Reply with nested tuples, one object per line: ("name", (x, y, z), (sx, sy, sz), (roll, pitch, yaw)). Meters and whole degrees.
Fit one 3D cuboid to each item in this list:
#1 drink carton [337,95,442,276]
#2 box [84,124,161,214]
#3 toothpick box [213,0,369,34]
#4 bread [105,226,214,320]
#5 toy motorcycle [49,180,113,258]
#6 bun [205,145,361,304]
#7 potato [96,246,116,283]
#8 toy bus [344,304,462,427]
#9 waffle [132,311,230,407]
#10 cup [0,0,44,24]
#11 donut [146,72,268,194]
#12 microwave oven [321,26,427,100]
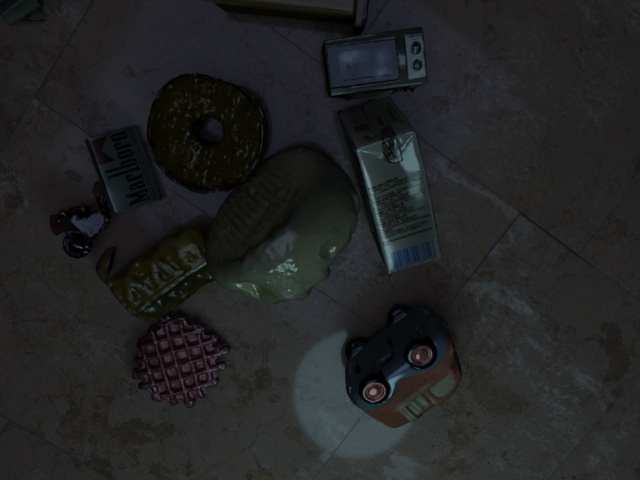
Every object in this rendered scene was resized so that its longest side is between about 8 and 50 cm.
("drink carton", (0.150, -0.113, 1.324), (0.132, 0.194, 0.325), (-19, 125, 1))
("box", (-0.438, -0.157, 1.401), (0.115, 0.036, 0.178), (-23, 101, -29))
("toothpick box", (-0.052, -0.541, 1.289), (0.308, 0.190, 0.188), (6, 104, 1))
("bread", (-0.338, 0.071, 1.434), (0.267, 0.130, 0.152), (-35, 134, 3))
("toy motorcycle", (-0.530, -0.066, 1.424), (0.118, 0.084, 0.212), (38, 88, -6))
("bun", (-0.073, -0.020, 1.342), (0.359, 0.360, 0.211), (-43, 123, 7))
("potato", (-0.511, 0.057, 1.473), (0.036, 0.037, 0.093), (17, 102, -1))
("toy bus", (0.206, 0.311, 1.476), (0.287, 0.194, 0.232), (-38, 108, 6))
("waffle", (-0.345, 0.296, 1.520), (0.221, 0.055, 0.234), (33, 100, -8))
("cup", (-0.640, -0.502, 1.348), (0.083, 0.075, 0.054), (-33, 65, 9))
("donut", (-0.231, -0.232, 1.357), (0.272, 0.107, 0.272), (3, 100, 17))
("microwave oven", (0.112, -0.371, 1.334), (0.204, 0.163, 0.129), (-8, 101, 1))
